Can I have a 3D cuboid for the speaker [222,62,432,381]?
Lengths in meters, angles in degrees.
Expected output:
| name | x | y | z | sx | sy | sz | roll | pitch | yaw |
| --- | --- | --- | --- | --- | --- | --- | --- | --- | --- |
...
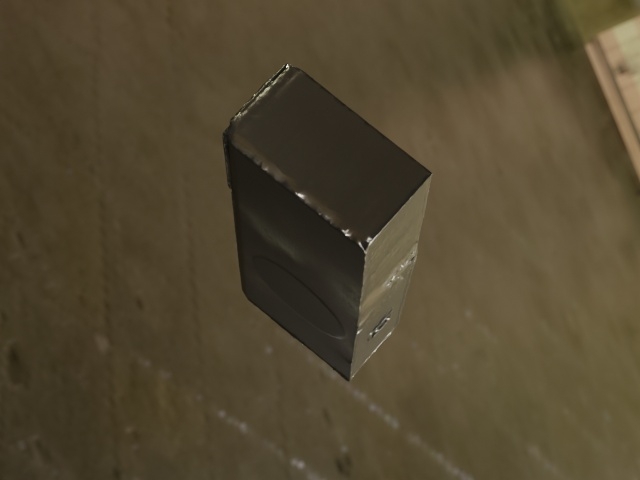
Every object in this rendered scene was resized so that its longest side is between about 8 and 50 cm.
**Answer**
| name | x | y | z | sx | sy | sz | roll | pitch | yaw |
| --- | --- | --- | --- | --- | --- | --- | --- | --- | --- |
| speaker | 0.000 | 0.000 | 0.778 | 0.082 | 0.044 | 0.218 | 39 | -16 | 11 |
